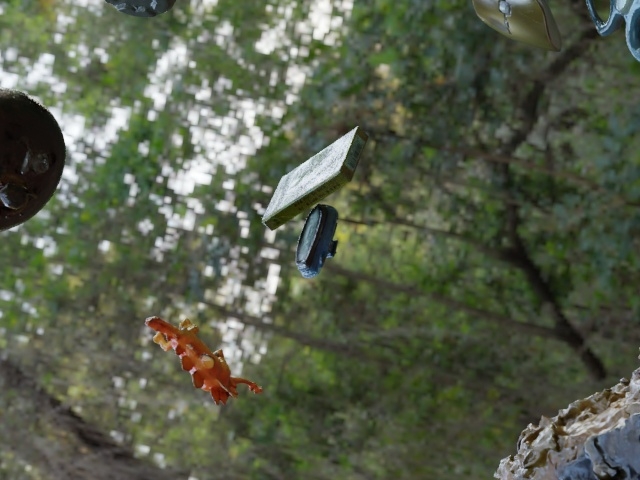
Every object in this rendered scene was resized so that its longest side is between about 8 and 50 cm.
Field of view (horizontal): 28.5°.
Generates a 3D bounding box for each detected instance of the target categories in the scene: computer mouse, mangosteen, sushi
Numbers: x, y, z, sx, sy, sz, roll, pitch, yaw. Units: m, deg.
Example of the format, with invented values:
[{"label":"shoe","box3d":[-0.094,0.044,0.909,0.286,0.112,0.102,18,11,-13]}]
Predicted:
[{"label":"computer mouse","box3d":[0.242,-0.273,1.541,0.045,0.102,0.199,-64,-19,0]},{"label":"mangosteen","box3d":[-0.490,-0.106,1.898,0.261,0.235,0.235,49,143,47]},{"label":"sushi","box3d":[0.281,0.212,1.079,0.234,0.207,0.348,-22,-20,-42]}]

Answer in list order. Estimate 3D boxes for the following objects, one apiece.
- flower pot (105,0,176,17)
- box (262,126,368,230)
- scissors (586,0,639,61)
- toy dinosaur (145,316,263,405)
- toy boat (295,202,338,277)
[{"label":"flower pot","box3d":[-0.333,-0.507,2.342,0.235,0.235,0.140,77,-159,-65]},{"label":"box","box3d":[-0.010,-0.100,2.067,0.193,0.030,0.121,-32,24,39]},{"label":"scissors","box3d":[0.348,-0.320,1.385,0.041,0.138,0.289,-33,-35,-18]},{"label":"toy dinosaur","box3d":[-0.178,0.208,2.022,0.288,0.070,0.117,43,-170,-36]},{"label":"toy boat","box3d":[0.000,0.000,2.091,0.061,0.060,0.137,37,-125,-39]}]
